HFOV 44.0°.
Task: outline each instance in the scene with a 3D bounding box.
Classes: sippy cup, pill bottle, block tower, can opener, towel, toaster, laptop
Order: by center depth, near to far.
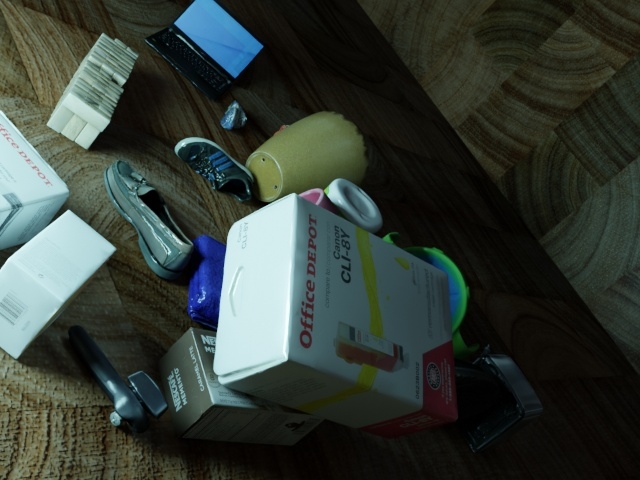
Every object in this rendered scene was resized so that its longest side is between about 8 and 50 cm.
[{"bbox_3d":[-0.298,0.196,1.124,0.186,0.059,0.073,42,50,16],"label":"can opener"},{"bbox_3d":[-0.115,0.129,1.490,0.308,0.076,0.228,32,21,-25],"label":"towel"},{"bbox_3d":[-0.454,-0.307,1.598,0.091,0.097,0.335,34,25,-22],"label":"block tower"},{"bbox_3d":[0.000,0.000,1.642,0.136,0.245,0.136,35,27,-21],"label":"pill bottle"},{"bbox_3d":[0.382,0.352,1.769,0.110,0.186,0.168,5,45,-48],"label":"toaster"},{"bbox_3d":[0.254,0.131,1.889,0.224,0.240,0.306,3,86,-70],"label":"sippy cup"},{"bbox_3d":[-0.298,-0.524,2.108,0.234,0.136,0.264,41,25,-8],"label":"laptop"}]

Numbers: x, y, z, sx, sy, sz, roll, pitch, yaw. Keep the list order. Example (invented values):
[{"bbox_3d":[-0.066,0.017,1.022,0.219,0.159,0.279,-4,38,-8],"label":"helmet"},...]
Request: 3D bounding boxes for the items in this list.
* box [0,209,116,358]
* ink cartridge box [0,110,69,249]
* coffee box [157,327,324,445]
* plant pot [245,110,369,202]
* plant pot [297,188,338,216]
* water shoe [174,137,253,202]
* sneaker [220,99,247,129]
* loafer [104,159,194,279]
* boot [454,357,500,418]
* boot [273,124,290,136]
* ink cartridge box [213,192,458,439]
[{"bbox_3d":[-0.385,0.058,1.105,0.091,0.130,0.170,41,26,-8],"label":"box"},{"bbox_3d":[-0.524,-0.078,1.115,0.197,0.114,0.273,47,26,6],"label":"ink cartridge box"},{"bbox_3d":[-0.122,0.238,1.268,0.246,0.098,0.141,19,37,-44],"label":"coffee box"},{"bbox_3d":[-0.052,-0.173,1.893,0.254,0.237,0.237,-23,70,-48],"label":"plant pot"},{"bbox_3d":[-0.026,0.033,1.489,0.180,0.201,0.201,53,22,-16],"label":"plant pot"},{"bbox_3d":[-0.226,-0.156,1.738,0.203,0.073,0.080,27,33,-33],"label":"water shoe"},{"bbox_3d":[-0.213,-0.311,2.020,0.058,0.052,0.135,41,25,-19],"label":"sneaker"},{"bbox_3d":[-0.305,-0.055,1.449,0.096,0.084,0.267,4,47,-55],"label":"loafer"},{"bbox_3d":[0.210,0.225,1.704,0.348,0.131,0.260,19,34,-22],"label":"boot"},{"bbox_3d":[-0.096,-0.280,2.150,0.085,0.059,0.158,51,17,19],"label":"boot"},{"bbox_3d":[0.038,0.134,1.281,0.384,0.160,0.279,26,53,-37],"label":"ink cartridge box"}]
